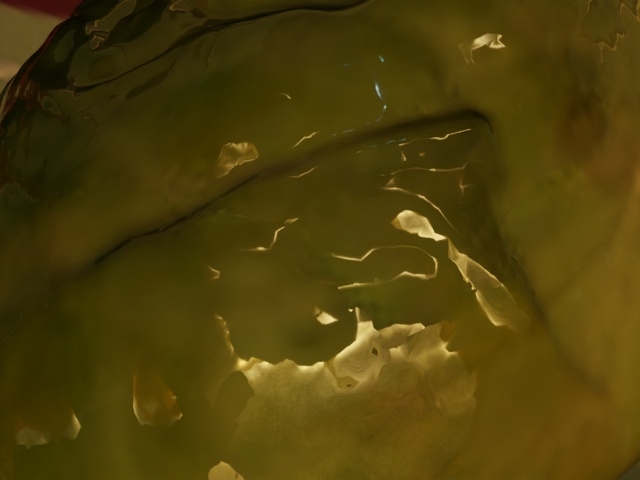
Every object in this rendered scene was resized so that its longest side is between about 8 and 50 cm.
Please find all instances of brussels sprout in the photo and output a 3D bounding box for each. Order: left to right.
[{"bbox_3d":[0.000,0.000,0.439,0.223,0.223,0.161,-35,100,31],"label":"brussels sprout"}]
